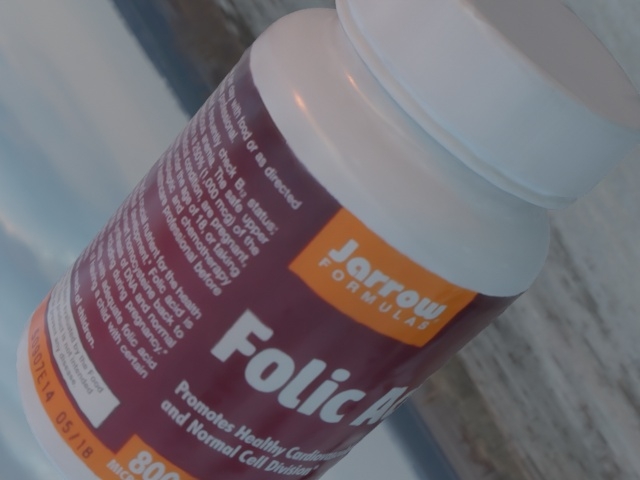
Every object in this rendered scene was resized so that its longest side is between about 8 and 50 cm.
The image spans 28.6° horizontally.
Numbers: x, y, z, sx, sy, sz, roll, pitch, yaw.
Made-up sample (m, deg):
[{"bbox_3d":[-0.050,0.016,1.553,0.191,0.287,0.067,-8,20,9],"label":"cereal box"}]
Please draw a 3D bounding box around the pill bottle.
[{"bbox_3d":[0.000,0.000,0.793,0.224,0.392,0.224,33,-152,-20],"label":"pill bottle"}]
